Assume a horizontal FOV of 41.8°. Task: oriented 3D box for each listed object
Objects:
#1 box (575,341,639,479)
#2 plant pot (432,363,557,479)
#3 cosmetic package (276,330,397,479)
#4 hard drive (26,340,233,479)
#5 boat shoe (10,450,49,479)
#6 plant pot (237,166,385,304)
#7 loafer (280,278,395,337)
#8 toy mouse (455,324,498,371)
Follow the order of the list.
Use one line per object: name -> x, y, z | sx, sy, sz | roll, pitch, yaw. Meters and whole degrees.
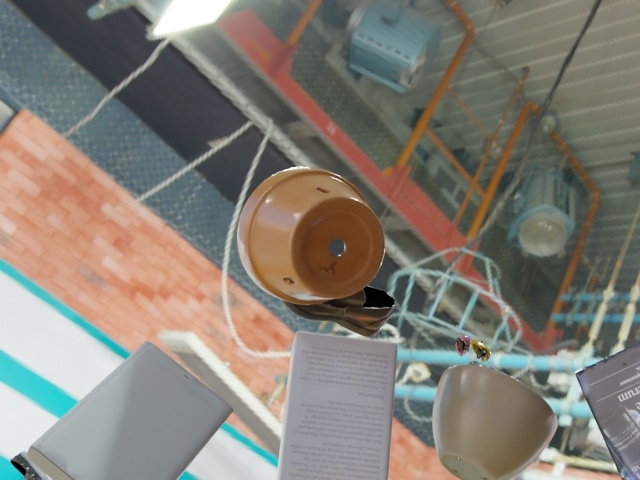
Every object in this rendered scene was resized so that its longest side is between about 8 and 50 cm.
box -> 0.753, 0.392, 1.690 | 0.294, 0.395, 0.212 | -35, -33, 29
plant pot -> 0.368, 0.443, 1.903 | 0.284, 0.191, 0.284 | 24, -32, 16
cosmetic package -> 0.028, 0.440, 1.797 | 0.230, 0.452, 0.161 | 8, -20, -3
hard drive -> -0.301, 0.314, 1.381 | 0.203, 0.307, 0.040 | 38, -55, 4
boat shoe -> -0.698, 0.568, 2.025 | 0.142, 0.040, 0.049 | 38, -48, 28
plant pot -> 0.000, 0.000, 1.690 | 0.291, 0.290, 0.203 | 40, -8, -22
loafer -> 0.038, 0.118, 1.996 | 0.366, 0.133, 0.130 | 22, -55, -41
toy mouse -> 0.388, 0.293, 2.137 | 0.161, 0.031, 0.143 | 55, -28, 23
